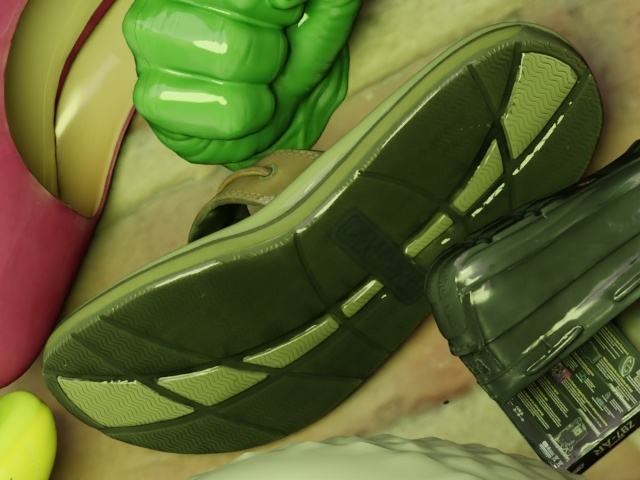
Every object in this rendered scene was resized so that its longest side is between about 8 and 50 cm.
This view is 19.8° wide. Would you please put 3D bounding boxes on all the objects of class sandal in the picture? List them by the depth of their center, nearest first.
[{"bbox_3d":[0.002,0.000,0.894,0.303,0.120,0.086,-35,33,6],"label":"sandal"}]

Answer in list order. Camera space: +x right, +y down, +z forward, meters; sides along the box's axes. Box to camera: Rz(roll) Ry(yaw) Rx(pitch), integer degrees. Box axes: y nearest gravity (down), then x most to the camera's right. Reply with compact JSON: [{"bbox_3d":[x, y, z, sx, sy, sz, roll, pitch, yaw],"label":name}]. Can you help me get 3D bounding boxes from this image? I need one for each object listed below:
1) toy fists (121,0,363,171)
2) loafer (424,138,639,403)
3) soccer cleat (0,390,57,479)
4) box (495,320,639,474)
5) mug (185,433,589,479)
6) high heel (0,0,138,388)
[{"bbox_3d":[-0.004,-0.164,0.926,0.096,0.142,0.279,27,83,30],"label":"toy fists"},{"bbox_3d":[0.154,-0.005,0.831,0.223,0.076,0.078,-29,96,-6],"label":"loafer"},{"bbox_3d":[-0.198,0.209,0.903,0.121,0.093,0.289,32,86,-14],"label":"soccer cleat"},{"bbox_3d":[0.113,0.062,0.858,0.067,0.018,0.083,-41,60,5],"label":"box"},{"bbox_3d":[0.080,0.212,0.634,0.374,0.328,0.276,8,74,26],"label":"mug"},{"bbox_3d":[-0.105,-0.108,0.957,0.181,0.127,0.377,-7,67,26],"label":"high heel"}]
